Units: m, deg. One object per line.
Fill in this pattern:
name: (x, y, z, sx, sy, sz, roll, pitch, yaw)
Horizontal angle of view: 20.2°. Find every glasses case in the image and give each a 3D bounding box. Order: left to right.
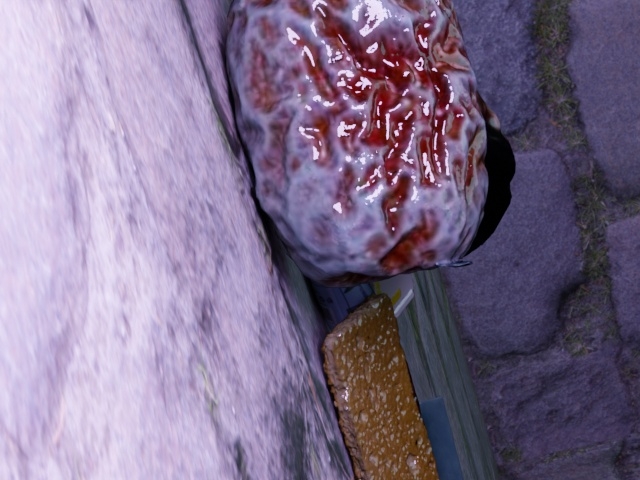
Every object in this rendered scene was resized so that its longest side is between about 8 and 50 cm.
glasses case: (0.171, 0.349, 2.450, 0.105, 0.056, 0.266, 29, 47, -82)

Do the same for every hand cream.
hand cream: (0.000, 0.000, 1.784, 0.091, 0.058, 0.271, -106, 173, -58)

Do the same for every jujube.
jujube: (0.035, -0.112, 1.605, 0.226, 0.226, 0.317, 39, 35, -79)

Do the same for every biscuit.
biscuit: (0.060, 0.177, 1.792, 0.131, 0.025, 0.230, -37, 118, -52)

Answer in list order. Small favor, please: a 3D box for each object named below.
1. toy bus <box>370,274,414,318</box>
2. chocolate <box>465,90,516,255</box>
toy bus: (0.044, -0.008, 1.873, 0.081, 0.074, 0.226, -51, 148, -31)
chocolate: (0.082, -0.117, 2.056, 0.340, 0.225, 0.210, 63, 1, -64)
